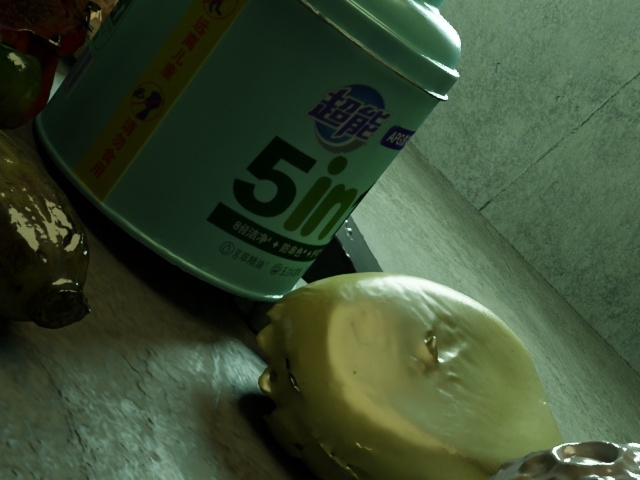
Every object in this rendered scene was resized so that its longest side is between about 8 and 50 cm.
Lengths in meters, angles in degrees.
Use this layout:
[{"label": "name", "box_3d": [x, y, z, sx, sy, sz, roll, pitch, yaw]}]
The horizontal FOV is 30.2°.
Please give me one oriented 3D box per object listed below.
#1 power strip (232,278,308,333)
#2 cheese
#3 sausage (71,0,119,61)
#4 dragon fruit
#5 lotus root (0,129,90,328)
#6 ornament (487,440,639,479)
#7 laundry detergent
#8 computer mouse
[{"label": "power strip", "box_3d": [0.021, 0.114, 1.172, 0.270, 0.046, 0.118, 42, 14, -21]}, {"label": "cheese", "box_3d": [0.076, 0.136, 1.018, 0.316, 0.128, 0.259, 20, 35, -30]}, {"label": "sausage", "box_3d": [-0.231, -0.249, 1.341, 0.086, 0.086, 0.289, 44, 12, -14]}, {"label": "dragon fruit", "box_3d": [-0.287, -0.179, 0.833, 0.268, 0.130, 0.295, 48, 12, 0]}, {"label": "lotus root", "box_3d": [-0.205, -0.015, 0.726, 0.179, 0.080, 0.089, 46, 34, 15]}, {"label": "ornament", "box_3d": [0.200, 0.265, 0.801, 0.225, 0.259, 0.259, 15, 15, 0]}, {"label": "laundry detergent", "box_3d": [-0.050, -0.150, 1.048, 0.287, 0.305, 0.287, 36, 14, -10]}, {"label": "computer mouse", "box_3d": [-0.005, 0.002, 1.352, 0.295, 0.087, 0.168, 56, 12, -21]}]
